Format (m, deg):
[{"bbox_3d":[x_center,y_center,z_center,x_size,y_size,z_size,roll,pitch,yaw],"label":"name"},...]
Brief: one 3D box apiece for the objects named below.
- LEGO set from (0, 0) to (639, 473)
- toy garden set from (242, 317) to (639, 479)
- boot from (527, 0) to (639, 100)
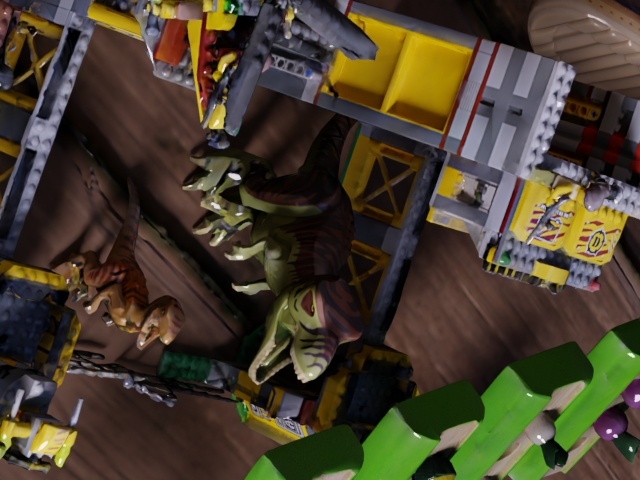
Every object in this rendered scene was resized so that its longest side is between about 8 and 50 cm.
[{"bbox_3d":[0.000,0.000,0.770,0.331,0.192,0.255,28,86,-48],"label":"LEGO set"},{"bbox_3d":[0.040,0.133,0.856,0.244,0.049,0.204,-15,151,-40],"label":"toy garden set"},{"bbox_3d":[0.207,-0.156,1.026,0.248,0.090,0.207,23,75,-44],"label":"boot"}]
